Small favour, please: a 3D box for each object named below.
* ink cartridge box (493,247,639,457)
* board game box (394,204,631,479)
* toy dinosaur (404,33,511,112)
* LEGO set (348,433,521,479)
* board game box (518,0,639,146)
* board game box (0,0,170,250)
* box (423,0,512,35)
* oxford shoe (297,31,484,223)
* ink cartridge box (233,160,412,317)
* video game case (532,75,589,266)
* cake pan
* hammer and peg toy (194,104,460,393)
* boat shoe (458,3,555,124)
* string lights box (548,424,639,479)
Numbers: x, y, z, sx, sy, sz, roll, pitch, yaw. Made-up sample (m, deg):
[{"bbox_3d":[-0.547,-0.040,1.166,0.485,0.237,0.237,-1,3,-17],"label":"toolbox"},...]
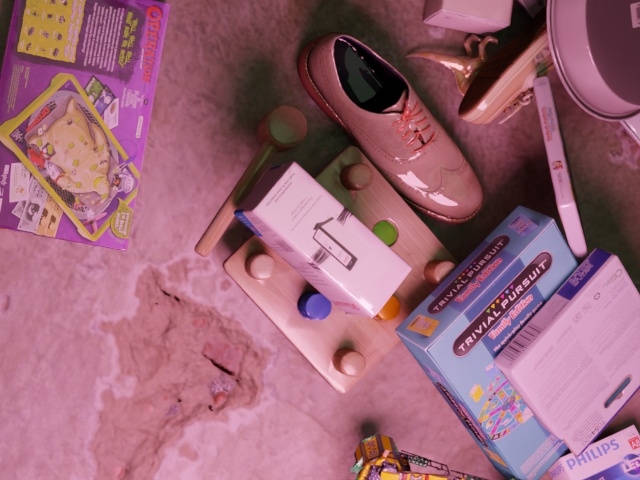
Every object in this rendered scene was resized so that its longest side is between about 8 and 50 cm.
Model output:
[{"bbox_3d":[0.371,0.159,1.662,0.223,0.045,0.224,-46,125,-9],"label":"ink cartridge box"},{"bbox_3d":[0.287,0.157,1.688,0.254,0.079,0.336,-44,124,-11],"label":"board game box"},{"bbox_3d":[0.224,-0.257,1.756,0.183,0.053,0.093,30,84,-12],"label":"toy dinosaur"},{"bbox_3d":[0.158,0.431,1.625,0.331,0.192,0.255,27,108,-16],"label":"LEGO set"},{"bbox_3d":[0.531,-0.371,1.836,0.390,0.050,0.390,-44,99,-11],"label":"board game box"},{"bbox_3d":[-0.335,-0.172,1.617,0.208,0.056,0.347,11,87,-10],"label":"board game box"},{"bbox_3d":[0.230,-0.447,1.738,0.113,0.094,0.275,11,87,-14],"label":"box"},{"bbox_3d":[0.109,-0.153,1.684,0.348,0.130,0.123,42,80,-10],"label":"oxford shoe"},{"bbox_3d":[0.000,0.000,1.516,0.203,0.148,0.086,41,80,-11],"label":"ink cartridge box"},{"bbox_3d":[0.340,-0.085,1.670,0.026,0.227,0.206,-12,61,13],"label":"video game case"},{"bbox_3d":[0.440,-0.317,1.702,0.293,0.054,0.293,-3,95,-37],"label":"cake pan"},{"bbox_3d":[-0.005,0.005,1.657,0.266,0.127,0.361,-44,99,-9],"label":"hammer and peg toy"},{"bbox_3d":[0.315,-0.256,1.705,0.285,0.104,0.089,-45,106,-9],"label":"boat shoe"},{"bbox_3d":[0.457,0.420,1.746,0.133,0.077,0.260,-21,70,-14],"label":"string lights box"}]
